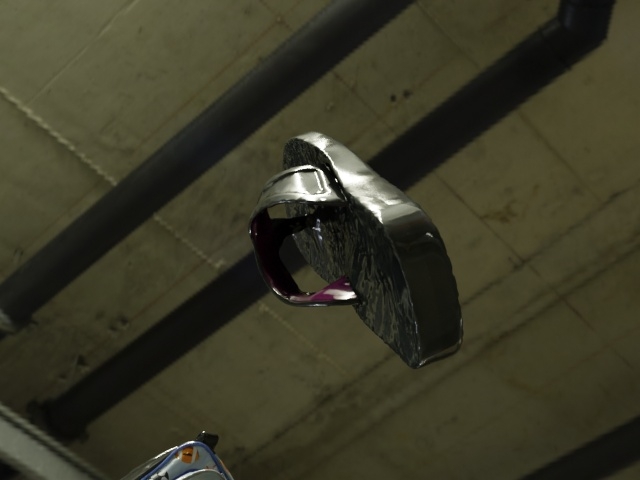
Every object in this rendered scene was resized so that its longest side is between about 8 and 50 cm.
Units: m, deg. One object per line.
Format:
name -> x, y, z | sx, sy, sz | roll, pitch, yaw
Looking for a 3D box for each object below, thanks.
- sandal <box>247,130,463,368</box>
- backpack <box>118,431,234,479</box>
sandal -> 0.000, -0.002, 0.982 | 0.107, 0.446, 0.168 | -17, -76, -10
backpack -> -0.161, 0.392, 1.227 | 0.276, 0.213, 0.263 | -33, -86, -19
